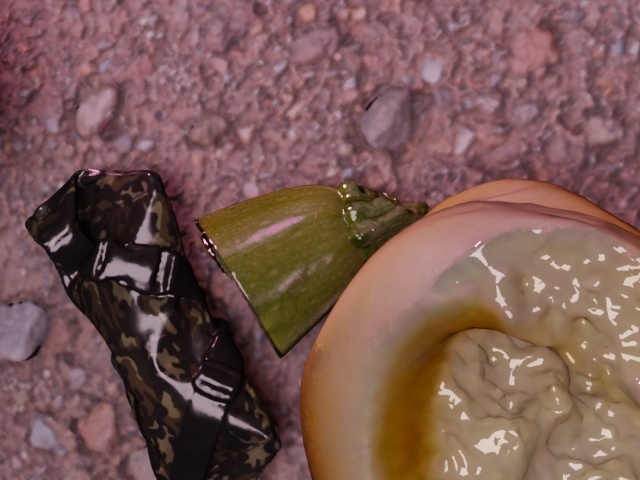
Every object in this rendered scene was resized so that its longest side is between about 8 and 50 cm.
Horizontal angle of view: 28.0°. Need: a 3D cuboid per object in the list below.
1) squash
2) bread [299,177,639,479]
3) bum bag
[{"bbox_3d":[0.001,-0.003,0.803,0.132,0.105,0.105,-32,89,-3],"label":"squash"},{"bbox_3d":[0.205,0.119,0.675,0.424,0.245,0.329,31,139,9],"label":"bread"},{"bbox_3d":[-0.103,0.066,0.832,0.102,0.069,0.248,-26,92,12],"label":"bum bag"}]
